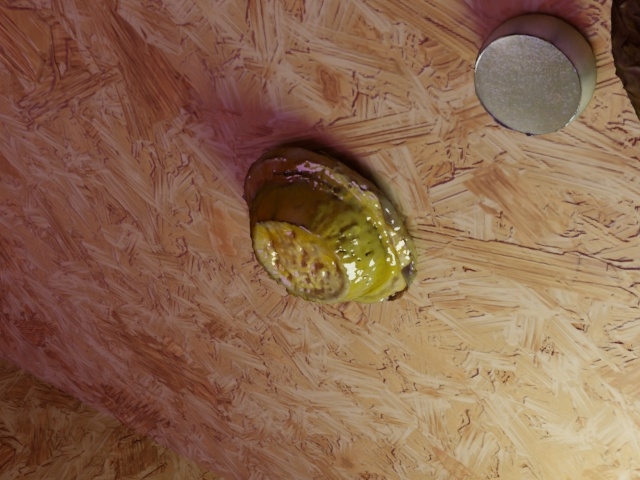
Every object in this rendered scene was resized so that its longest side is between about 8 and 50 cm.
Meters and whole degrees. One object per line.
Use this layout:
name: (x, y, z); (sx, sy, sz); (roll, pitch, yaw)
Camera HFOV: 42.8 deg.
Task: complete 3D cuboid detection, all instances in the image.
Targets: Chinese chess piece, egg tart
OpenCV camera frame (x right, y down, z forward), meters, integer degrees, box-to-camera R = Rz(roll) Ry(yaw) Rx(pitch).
Chinese chess piece: (0.214, -0.166, 0.820); (0.122, 0.051, 0.122); (24, 140, 22)
egg tart: (0.000, 0.000, 1.157); (0.288, 0.118, 0.288); (22, 142, 18)

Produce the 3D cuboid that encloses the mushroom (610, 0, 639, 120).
mushroom: (0.351, -0.158, 0.598); (0.278, 0.163, 0.297); (25, 141, 22)
